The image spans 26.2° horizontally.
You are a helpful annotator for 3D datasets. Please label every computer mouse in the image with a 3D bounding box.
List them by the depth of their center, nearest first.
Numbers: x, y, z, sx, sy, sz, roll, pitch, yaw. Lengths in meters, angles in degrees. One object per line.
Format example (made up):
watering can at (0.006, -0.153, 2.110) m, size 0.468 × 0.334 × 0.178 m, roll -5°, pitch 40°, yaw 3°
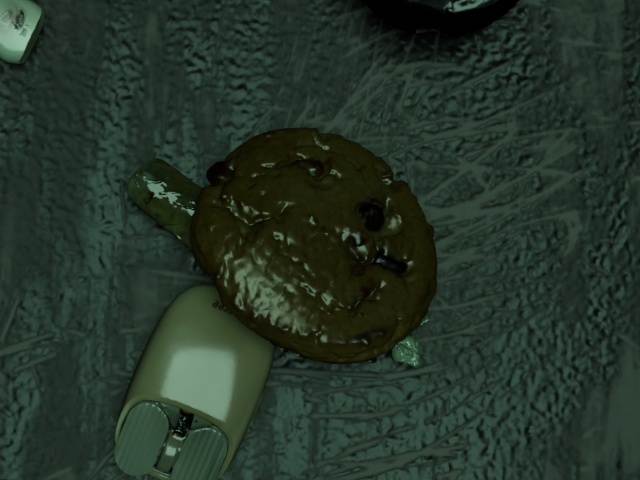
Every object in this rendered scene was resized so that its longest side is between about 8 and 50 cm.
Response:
computer mouse at (-0.140, 0.166, 1.555) m, size 0.145 × 0.082 × 0.237 m, roll 25°, pitch 82°, yaw -4°

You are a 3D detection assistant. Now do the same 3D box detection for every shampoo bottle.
shampoo bottle at (-0.399, -0.265, 1.587) m, size 0.152 × 0.045 × 0.077 m, roll 25°, pitch 83°, yaw -2°

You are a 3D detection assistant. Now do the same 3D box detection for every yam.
yam at (-0.083, 0.018, 1.581) m, size 0.317 × 0.067 × 0.071 m, roll 37°, pitch 84°, yaw 0°

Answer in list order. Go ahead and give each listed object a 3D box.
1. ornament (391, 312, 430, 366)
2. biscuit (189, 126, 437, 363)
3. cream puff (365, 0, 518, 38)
ornament at (0.094, 0.097, 1.604) m, size 0.068 × 0.041 × 0.092 m, roll 16°, pitch 92°, yaw 15°
biscuit at (0.001, -0.001, 1.541) m, size 0.295 × 0.075 × 0.296 m, roll 10°, pitch 61°, yaw -18°
cream puff at (0.139, -0.347, 1.587) m, size 0.239 × 0.165 × 0.239 m, roll 0°, pitch 85°, yaw -5°
